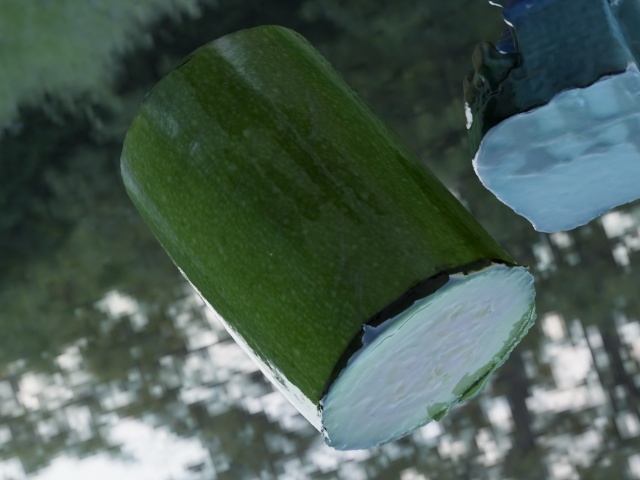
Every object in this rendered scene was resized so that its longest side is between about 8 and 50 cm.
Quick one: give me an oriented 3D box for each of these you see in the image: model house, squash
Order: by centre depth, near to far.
[{"bbox_3d":[0.000,0.000,1.571,0.263,0.384,0.263,-27,144,-21],"label":"squash"},{"bbox_3d":[0.270,-0.229,1.721,0.251,0.329,0.295,-19,152,28],"label":"model house"}]
